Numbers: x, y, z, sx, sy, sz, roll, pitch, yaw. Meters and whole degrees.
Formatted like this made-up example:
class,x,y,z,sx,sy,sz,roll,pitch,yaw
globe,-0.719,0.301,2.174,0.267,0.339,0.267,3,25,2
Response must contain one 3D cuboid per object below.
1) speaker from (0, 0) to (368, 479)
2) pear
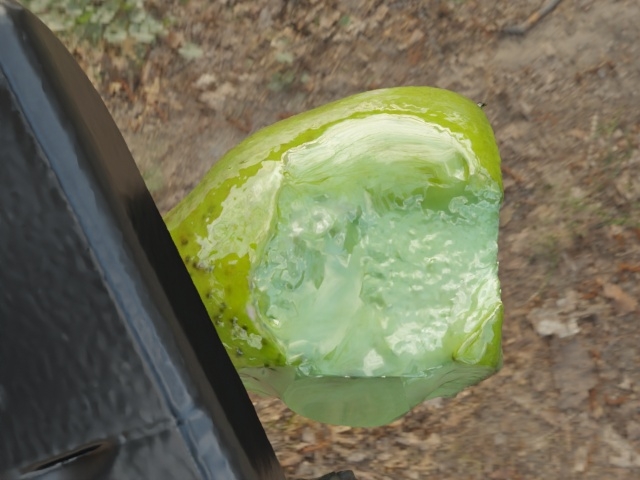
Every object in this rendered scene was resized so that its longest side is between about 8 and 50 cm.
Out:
class,x,y,z,sx,sy,sz,roll,pitch,yaw
speaker,-0.132,0.054,0.717,0.180,0.184,0.388,-22,99,23
pear,0.000,0.000,0.942,0.281,0.176,0.287,4,76,-5
